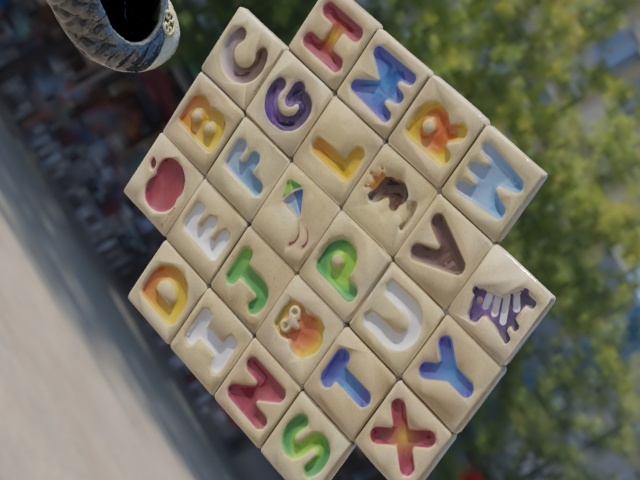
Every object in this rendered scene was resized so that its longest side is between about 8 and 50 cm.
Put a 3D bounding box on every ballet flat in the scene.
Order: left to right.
[{"bbox_3d":[-0.095,-0.118,0.767,0.173,0.049,0.057,47,39,-68],"label":"ballet flat"}]

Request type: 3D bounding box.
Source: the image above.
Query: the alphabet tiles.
[{"bbox_3d":[0.000,0.000,1.200,0.342,0.285,0.011,46,21,31],"label":"alphabet tiles"}]
